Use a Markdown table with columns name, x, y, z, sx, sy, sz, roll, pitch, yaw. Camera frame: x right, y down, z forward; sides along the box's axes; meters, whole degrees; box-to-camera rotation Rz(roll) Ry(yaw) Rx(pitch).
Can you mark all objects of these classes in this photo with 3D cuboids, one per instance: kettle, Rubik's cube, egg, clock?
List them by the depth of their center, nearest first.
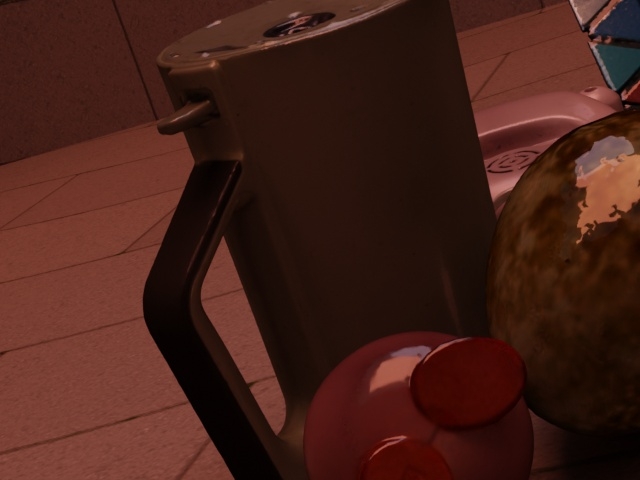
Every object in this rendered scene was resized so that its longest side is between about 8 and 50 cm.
| name | x | y | z | sx | sy | sz | roll | pitch | yaw |
| --- | --- | --- | --- | --- | --- | --- | --- | --- | --- |
| egg | 0.244 | 0.028 | 1.198 | 0.238 | 0.238 | 0.289 | -8 | 29 | 38 |
| kettle | 0.000 | 0.000 | 1.323 | 0.250 | 0.376 | 0.361 | -1 | 24 | 43 |
| clock | 0.211 | -0.030 | 1.635 | 0.342 | 0.184 | 0.326 | -22 | 17 | 10 |
| Rubik's cube | 0.393 | -0.256 | 1.852 | 0.250 | 0.234 | 0.284 | -48 | -5 | 21 |

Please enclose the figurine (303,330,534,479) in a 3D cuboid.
| name | x | y | z | sx | sy | sz | roll | pitch | yaw |
| --- | --- | --- | --- | --- | --- | --- | --- | --- | --- |
| figurine | 0.069 | 0.149 | 1.125 | 0.173 | 0.173 | 0.173 | -18 | 14 | 5 |
